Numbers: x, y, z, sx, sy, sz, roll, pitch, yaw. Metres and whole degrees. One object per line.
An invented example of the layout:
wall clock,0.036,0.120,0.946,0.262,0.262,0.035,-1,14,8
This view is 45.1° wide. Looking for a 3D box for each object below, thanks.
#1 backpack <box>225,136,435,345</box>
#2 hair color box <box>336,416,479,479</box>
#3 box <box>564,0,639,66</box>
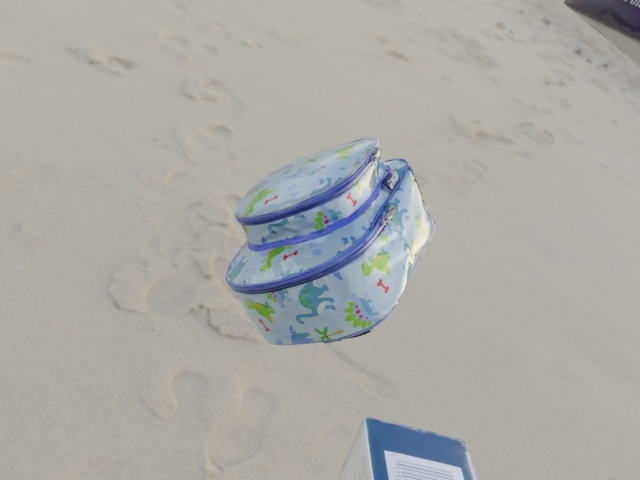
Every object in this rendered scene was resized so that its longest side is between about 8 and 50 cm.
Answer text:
backpack,0.000,0.000,0.439,0.084,0.105,0.114,60,35,-25
hair color box,0.036,0.351,0.681,0.105,0.347,0.174,16,25,-10
box,0.220,-0.094,0.225,0.103,0.184,0.261,27,19,-27
